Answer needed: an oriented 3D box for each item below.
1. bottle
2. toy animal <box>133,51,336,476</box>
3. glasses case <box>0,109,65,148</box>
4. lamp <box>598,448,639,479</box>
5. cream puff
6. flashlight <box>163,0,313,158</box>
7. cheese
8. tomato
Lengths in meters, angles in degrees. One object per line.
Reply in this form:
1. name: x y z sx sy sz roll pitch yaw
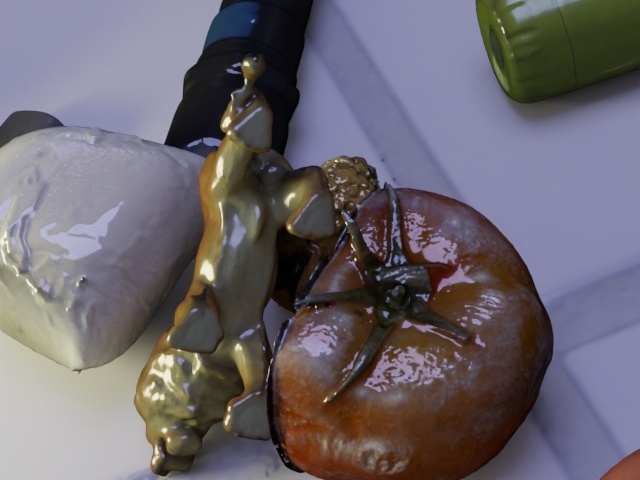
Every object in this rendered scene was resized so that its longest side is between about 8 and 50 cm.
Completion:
1. bottle: 0.267 -0.202 1.411 0.260 0.112 0.112 -19 46 -3
2. toy animal: -0.069 0.025 1.203 0.097 0.312 0.157 13 3 -21
3. glasses case: -0.292 -0.036 1.460 0.072 0.042 0.190 10 51 33
4. lamp: 0.245 0.243 0.915 0.305 0.239 0.305 13 64 -27
5. cream puff: 0.000 0.000 1.279 0.104 0.133 0.119 -13 61 -41
6. flashlight: -0.055 -0.192 1.509 0.103 0.103 0.424 -1 46 14
7. cheese: -0.191 -0.002 1.317 0.189 0.154 0.198 26 59 15
8. tomato: 0.077 0.077 1.163 0.155 0.180 0.214 15 57 21
